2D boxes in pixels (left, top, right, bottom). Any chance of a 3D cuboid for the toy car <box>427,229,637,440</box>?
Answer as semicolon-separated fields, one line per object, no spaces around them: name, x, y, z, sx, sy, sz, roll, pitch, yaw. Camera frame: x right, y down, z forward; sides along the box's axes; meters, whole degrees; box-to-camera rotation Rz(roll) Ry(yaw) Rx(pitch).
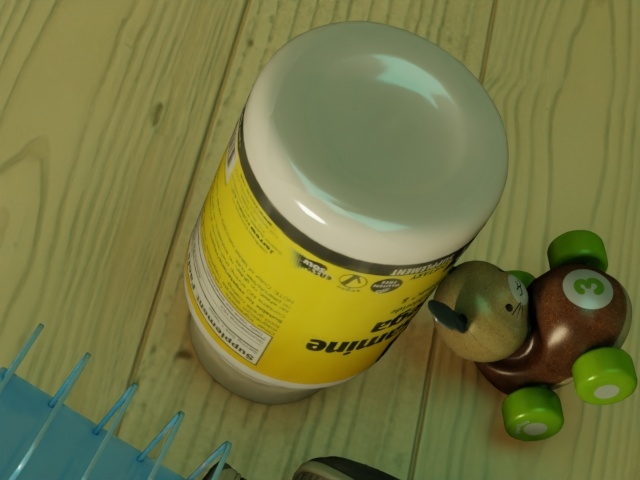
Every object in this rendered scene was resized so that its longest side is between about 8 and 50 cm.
toy car;0.155;0.055;1.158;0.188;0.149;0.155;30;40;-35

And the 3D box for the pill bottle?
pill bottle;0.000;0.000;1.059;0.188;0.334;0.187;8;60;-14

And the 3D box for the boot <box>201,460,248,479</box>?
boot;-0.055;0.301;1.021;0.179;0.085;0.236;29;58;-4

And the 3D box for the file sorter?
file sorter;-0.165;0.156;0.962;0.170;0.104;0.118;33;45;-8

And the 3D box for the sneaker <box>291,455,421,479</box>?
sneaker;0.089;0.227;1.127;0.222;0.083;0.118;30;38;8
